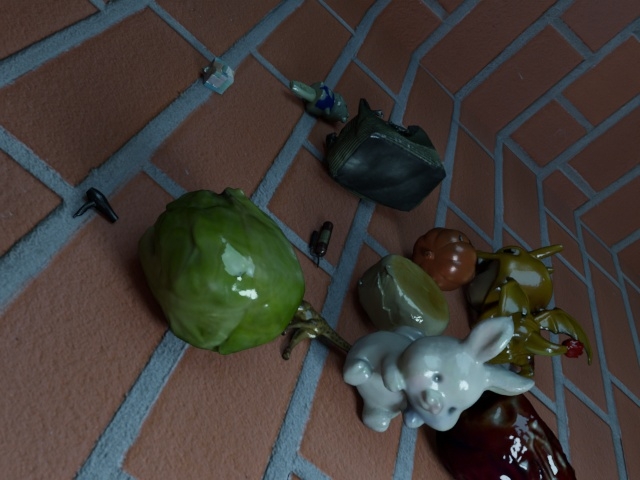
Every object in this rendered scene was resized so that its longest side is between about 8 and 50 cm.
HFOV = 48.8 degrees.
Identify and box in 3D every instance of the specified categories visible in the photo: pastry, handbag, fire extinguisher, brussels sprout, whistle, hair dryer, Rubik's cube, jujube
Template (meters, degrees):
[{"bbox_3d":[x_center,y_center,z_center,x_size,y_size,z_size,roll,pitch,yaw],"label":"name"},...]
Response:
[{"bbox_3d":[0.212,0.151,1.796,0.264,0.133,0.265,32,34,-25],"label":"pastry"},{"bbox_3d":[0.183,-0.256,2.093,0.340,0.247,0.240,21,39,-28],"label":"handbag"},{"bbox_3d":[0.000,0.000,1.796,0.049,0.035,0.173,43,29,-16],"label":"fire extinguisher"},{"bbox_3d":[-0.182,0.059,1.321,0.328,0.247,0.328,37,18,-14],"label":"brussels sprout"},{"bbox_3d":[0.004,-0.443,2.222,0.244,0.092,0.110,24,44,-37],"label":"whistle"},{"bbox_3d":[-0.433,-0.054,1.339,0.079,0.031,0.083,53,44,-10],"label":"hair dryer"},{"bbox_3d":[-0.272,-0.451,1.908,0.075,0.084,0.073,41,33,-44],"label":"Rubik's cube"},{"bbox_3d":[0.420,0.489,1.576,0.377,0.258,0.258,48,31,-10],"label":"jujube"}]

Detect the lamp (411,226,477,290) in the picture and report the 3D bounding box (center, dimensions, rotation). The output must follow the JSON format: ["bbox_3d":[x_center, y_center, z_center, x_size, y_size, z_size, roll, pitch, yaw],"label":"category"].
[{"bbox_3d":[0.348,0.053,2.022,0.163,0.187,0.188,15,45,-47],"label":"lamp"}]

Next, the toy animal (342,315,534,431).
[{"bbox_3d":[0.242,0.263,1.471,0.241,0.367,0.196,-51,122,-43],"label":"toy animal"}]

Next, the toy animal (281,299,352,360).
[{"bbox_3d":[-0.011,0.202,1.547,0.275,0.054,0.149,20,44,-40],"label":"toy animal"}]

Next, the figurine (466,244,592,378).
[{"bbox_3d":[0.608,0.209,2.097,0.400,0.268,0.387,21,53,-21],"label":"figurine"}]
